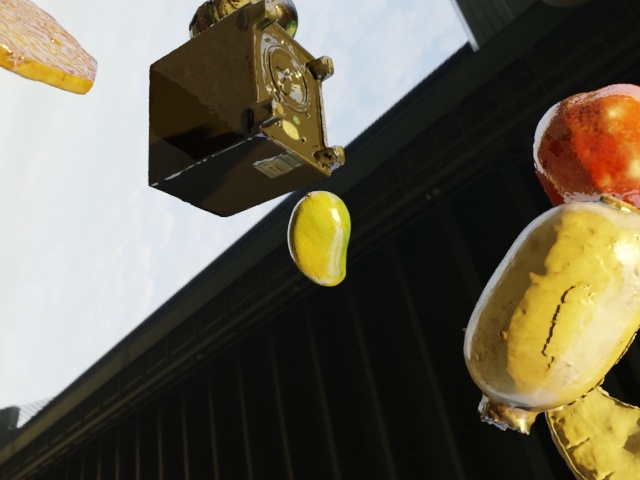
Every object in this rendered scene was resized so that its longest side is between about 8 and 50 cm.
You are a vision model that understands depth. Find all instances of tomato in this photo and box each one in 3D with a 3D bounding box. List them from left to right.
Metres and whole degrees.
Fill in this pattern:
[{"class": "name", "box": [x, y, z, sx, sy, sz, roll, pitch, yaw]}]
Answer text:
[{"class": "tomato", "box": [0.449, -0.122, 0.856, 0.232, 0.232, 0.188, 2, -138, 49]}]

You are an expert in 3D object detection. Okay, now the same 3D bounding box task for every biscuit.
[{"class": "biscuit", "box": [-0.492, -0.341, 0.815, 0.046, 0.359, 0.359, -46, -134, 13]}, {"class": "biscuit", "box": [0.379, 0.262, 0.632, 0.290, 0.038, 0.141, 23, -115, 37]}]

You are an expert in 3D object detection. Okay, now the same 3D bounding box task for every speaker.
[{"class": "speaker", "box": [-0.119, -0.195, 0.856, 0.254, 0.184, 0.232, -19, -114, 30]}]

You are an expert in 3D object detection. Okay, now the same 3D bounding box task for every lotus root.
[{"class": "lotus root", "box": [0.258, 0.085, 0.608, 0.146, 0.160, 0.284, -58, 173, -84]}]

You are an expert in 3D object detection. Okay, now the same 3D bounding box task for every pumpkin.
[{"class": "pumpkin", "box": [-0.156, -0.429, 1.129, 0.233, 0.163, 0.233, -31, -167, 8]}]

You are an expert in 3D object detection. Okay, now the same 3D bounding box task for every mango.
[{"class": "mango", "box": [-0.003, -0.002, 1.083, 0.085, 0.122, 0.191, -139, -127, -75]}]
